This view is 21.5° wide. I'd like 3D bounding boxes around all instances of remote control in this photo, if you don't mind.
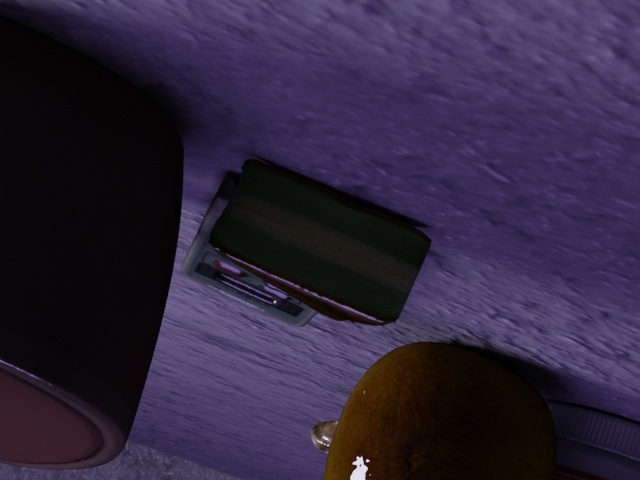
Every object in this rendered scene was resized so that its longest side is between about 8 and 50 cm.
[{"bbox_3d":[-0.040,0.013,1.305,0.123,0.038,0.285,23,167,-6],"label":"remote control"}]

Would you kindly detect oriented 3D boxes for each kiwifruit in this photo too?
[{"bbox_3d":[0.098,0.209,1.450,0.196,0.234,0.196,23,177,1],"label":"kiwifruit"}]

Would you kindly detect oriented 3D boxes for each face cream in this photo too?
[{"bbox_3d":[0.254,0.271,1.555,0.201,0.187,0.201,20,167,5],"label":"face cream"}]

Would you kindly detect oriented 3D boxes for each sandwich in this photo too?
[{"bbox_3d":[0.000,0.000,1.110,0.116,0.074,0.074,31,166,-34],"label":"sandwich"}]

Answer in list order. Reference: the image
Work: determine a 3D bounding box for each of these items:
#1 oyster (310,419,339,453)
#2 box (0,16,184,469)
[{"bbox_3d":[0.179,0.250,1.846,0.396,0.111,0.204,21,150,6],"label":"oyster"},{"bbox_3d":[-0.237,-0.004,1.082,0.301,0.216,0.301,13,157,6],"label":"box"}]
